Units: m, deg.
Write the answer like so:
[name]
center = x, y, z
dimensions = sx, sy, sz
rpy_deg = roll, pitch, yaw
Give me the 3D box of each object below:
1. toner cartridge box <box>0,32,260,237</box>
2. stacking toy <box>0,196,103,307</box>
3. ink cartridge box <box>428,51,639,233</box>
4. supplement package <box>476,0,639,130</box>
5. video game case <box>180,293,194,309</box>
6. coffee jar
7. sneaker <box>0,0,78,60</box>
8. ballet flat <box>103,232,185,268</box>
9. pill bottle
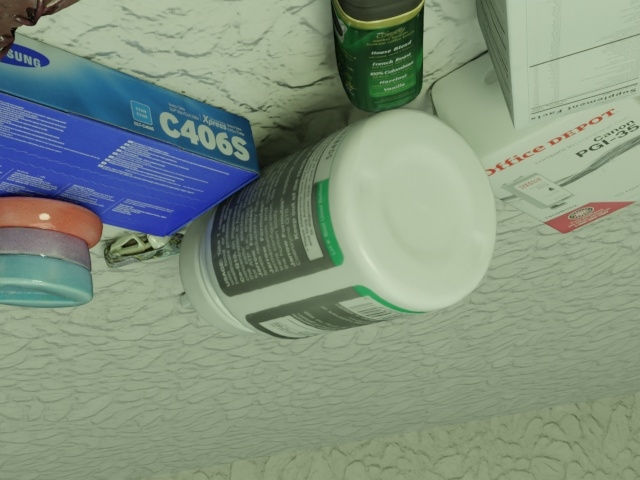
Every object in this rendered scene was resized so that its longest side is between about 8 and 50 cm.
[toner cartridge box]
center = -0.243, -0.098, 0.980
dimensions = 0.165, 0.075, 0.348
rpy_deg = -31, 150, 33
[stacking toy]
center = -0.394, 0.039, 1.038
dimensions = 0.309, 0.130, 0.279
rpy_deg = 6, 165, -18
[ink cartridge box]
center = 0.286, -0.125, 1.123
dimensions = 0.207, 0.117, 0.283
rpy_deg = -27, 152, 31
[supplement package]
center = 0.209, -0.223, 0.854
dimensions = 0.139, 0.133, 0.244
rpy_deg = -15, 155, 6
[video game case]
center = -0.078, 0.061, 1.469
dimensions = 0.183, 0.023, 0.201
rpy_deg = 11, 146, -41
[coffee jar]
center = 0.050, -0.199, 0.876
dimensions = 0.079, 0.096, 0.184
rpy_deg = -15, 156, -2
[sneaker]
center = -0.241, -0.146, 0.748
dimensions = 0.163, 0.106, 0.281
rpy_deg = -14, 127, -19
[ballet flat]
center = -0.224, 0.006, 1.264
dimensions = 0.114, 0.041, 0.041
rpy_deg = -15, 156, 2
[pill bottle]
center = 0.000, 0.000, 1.087
dimensions = 0.204, 0.204, 0.361
rpy_deg = 6, 166, -35
